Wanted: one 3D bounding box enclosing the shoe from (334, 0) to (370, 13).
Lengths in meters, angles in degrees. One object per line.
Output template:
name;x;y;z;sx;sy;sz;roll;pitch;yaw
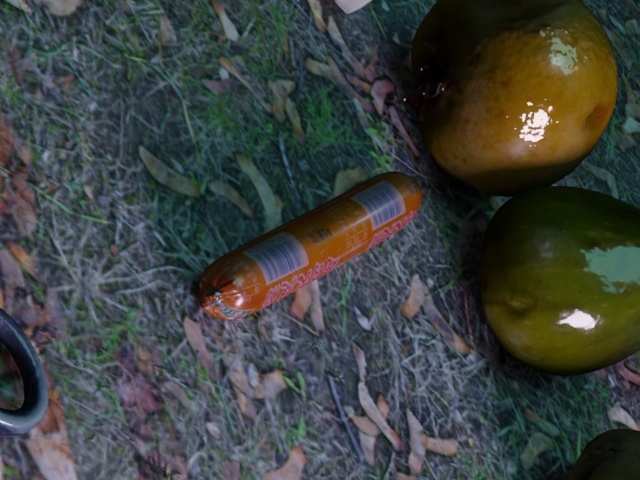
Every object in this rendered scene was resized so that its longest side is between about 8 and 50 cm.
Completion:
shoe;0.045;-0.337;1.792;0.110;0.095;0.265;43;39;-21

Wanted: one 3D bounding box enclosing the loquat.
loquat;0.179;-0.155;1.725;0.213;0.213;0.213;32;41;-34

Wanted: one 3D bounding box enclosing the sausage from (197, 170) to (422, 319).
sausage;0.000;0.000;1.499;0.053;0.053;0.348;59;34;1

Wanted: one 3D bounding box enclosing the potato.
potato;0.276;0.258;1.580;0.154;0.137;0.200;24;37;4

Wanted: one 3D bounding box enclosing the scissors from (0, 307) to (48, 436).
scissors;-0.314;-0.043;1.153;0.256;0.029;0.384;2;61;-52

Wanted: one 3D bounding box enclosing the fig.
fig;0.241;0.037;1.680;0.181;0.191;0.181;-9;90;-85
